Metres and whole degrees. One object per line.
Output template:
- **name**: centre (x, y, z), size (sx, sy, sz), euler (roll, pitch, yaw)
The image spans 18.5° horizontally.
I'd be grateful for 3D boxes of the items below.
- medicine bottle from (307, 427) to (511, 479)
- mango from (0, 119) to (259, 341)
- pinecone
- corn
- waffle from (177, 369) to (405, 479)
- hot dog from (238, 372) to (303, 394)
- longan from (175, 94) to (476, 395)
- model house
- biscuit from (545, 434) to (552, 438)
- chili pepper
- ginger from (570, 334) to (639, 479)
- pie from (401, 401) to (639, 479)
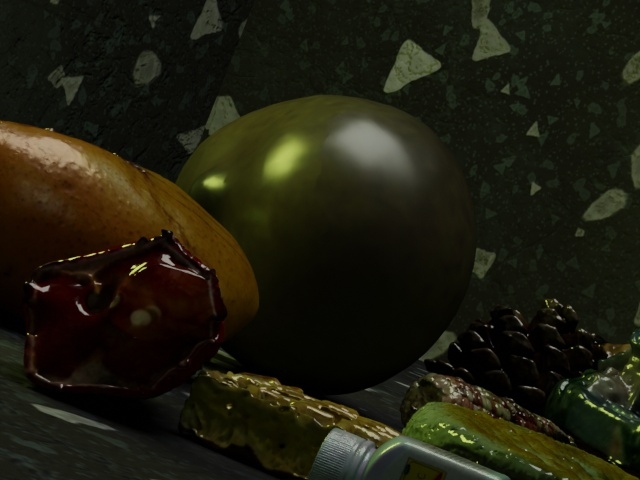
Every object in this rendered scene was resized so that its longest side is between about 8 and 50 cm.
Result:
- **medicine bottle**: centre (0.054, 0.163, 1.242), size (0.118, 0.074, 0.055), euler (22, 1, 14)
- **mango**: centre (-0.202, 0.012, 1.793), size (0.350, 0.199, 0.201), euler (28, -38, -30)
- **pinecone**: centre (0.229, 0.161, 2.283), size (0.179, 0.204, 0.184), euler (27, -12, 43)
- **corn**: centre (0.188, 0.211, 2.119), size (0.253, 0.086, 0.086), euler (26, -3, -42)
- **waffle**: centre (-0.002, 0.152, 1.504), size (0.160, 0.055, 0.211), euler (21, -1, 16)
- **hot dog**: centre (-0.052, 0.143, 1.757), size (0.056, 0.041, 0.133), euler (22, -7, -13)
- **longan**: centre (0.000, 0.000, 2.160), size (0.361, 0.361, 0.361), euler (21, 0, 0)
- **model house**: centre (0.437, 0.156, 2.083), size (0.298, 0.284, 0.243), euler (29, -5, 40)
- **biscuit**: centre (0.360, 0.287, 2.067), size (0.322, 0.038, 0.099), euler (29, -2, -7)
- **chili pepper**: centre (-0.151, 0.070, 1.480), size (0.136, 0.144, 0.252), euler (40, -9, 2)
- **ginger**: centre (0.408, 0.230, 2.450), size (0.223, 0.200, 0.269), euler (11, 1, 5)
- **pie**: centre (0.224, 0.234, 1.855), size (0.323, 0.070, 0.323), euler (23, 2, -1)
